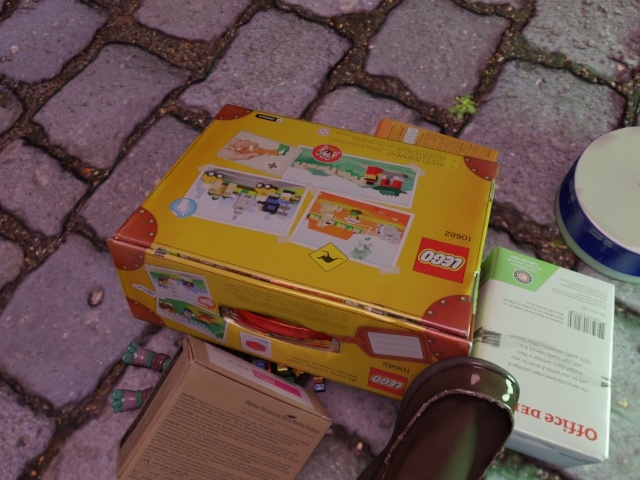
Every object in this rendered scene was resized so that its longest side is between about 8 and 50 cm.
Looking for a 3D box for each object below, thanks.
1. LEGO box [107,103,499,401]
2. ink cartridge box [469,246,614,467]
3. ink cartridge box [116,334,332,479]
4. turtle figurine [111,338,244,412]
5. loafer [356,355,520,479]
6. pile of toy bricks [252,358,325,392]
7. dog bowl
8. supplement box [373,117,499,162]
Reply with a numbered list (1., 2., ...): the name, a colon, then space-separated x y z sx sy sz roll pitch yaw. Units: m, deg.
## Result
1. LEGO box: 0.000 0.000 0.877 0.499 0.193 0.373 15 47 12
2. ink cartridge box: 0.321 0.175 0.835 0.198 0.115 0.273 19 61 2
3. ink cartridge box: -0.134 0.271 0.778 0.234 0.088 0.193 32 94 -24
4. turtle figurine: -0.217 0.226 0.890 0.234 0.118 0.175 -5 44 21
5. loafer: 0.141 0.303 0.698 0.133 0.366 0.130 20 30 0
6. pile of toy bricks: -0.057 0.198 0.894 0.118 0.105 0.212 -6 65 2
7. dog bowl: 0.563 -0.065 0.965 0.264 0.104 0.265 -2 64 4
8. supplement box: 0.213 -0.156 1.054 0.233 0.078 0.080 18 68 13
